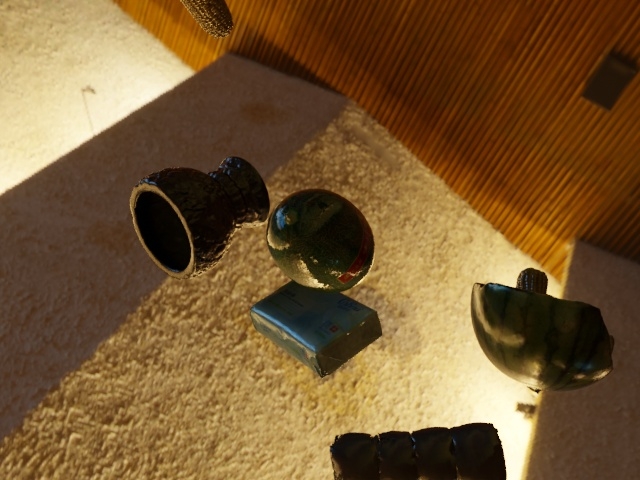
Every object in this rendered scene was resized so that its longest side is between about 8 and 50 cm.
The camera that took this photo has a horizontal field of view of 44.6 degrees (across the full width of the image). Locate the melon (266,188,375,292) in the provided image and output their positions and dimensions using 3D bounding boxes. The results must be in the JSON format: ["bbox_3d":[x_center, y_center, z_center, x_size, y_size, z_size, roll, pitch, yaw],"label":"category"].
[{"bbox_3d":[0.000,0.000,1.428,0.182,0.182,0.288,50,-171,27],"label":"melon"}]

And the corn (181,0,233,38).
[{"bbox_3d":[-0.268,-0.547,1.726,0.091,0.260,0.091,-12,-119,12],"label":"corn"}]

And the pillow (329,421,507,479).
[{"bbox_3d":[0.149,0.391,1.070,0.228,0.326,0.101,-7,-158,7],"label":"pillow"}]

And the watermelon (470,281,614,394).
[{"bbox_3d":[0.438,0.208,1.587,0.331,0.331,0.189,22,-104,-8],"label":"watermelon"}]

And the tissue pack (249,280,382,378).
[{"bbox_3d":[-0.016,0.177,1.723,0.177,0.089,0.263,-32,-144,-25],"label":"tissue pack"}]

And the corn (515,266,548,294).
[{"bbox_3d":[0.508,0.179,1.914,0.080,0.080,0.231,16,-105,-15],"label":"corn"}]

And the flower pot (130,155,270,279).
[{"bbox_3d":[-0.280,-0.073,1.894,0.266,0.266,0.267,43,-131,19],"label":"flower pot"}]
